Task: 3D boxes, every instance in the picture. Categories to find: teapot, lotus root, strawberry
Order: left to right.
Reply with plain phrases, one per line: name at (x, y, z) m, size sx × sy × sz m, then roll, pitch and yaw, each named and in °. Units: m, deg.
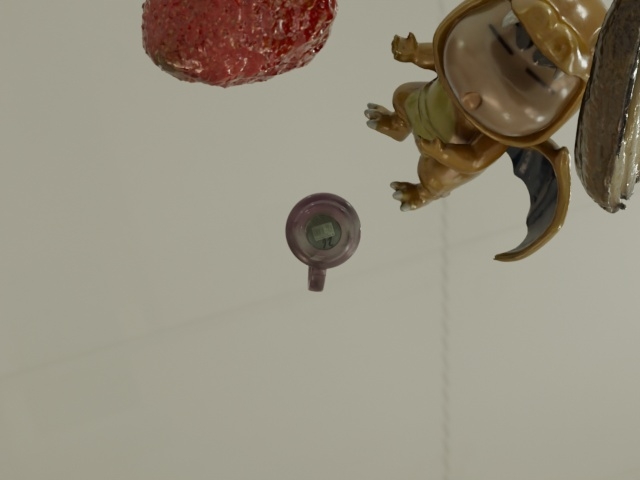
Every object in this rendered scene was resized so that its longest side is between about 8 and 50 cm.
strawberry at (-0.120, -0.315, 2.148) m, size 0.257 × 0.277 × 0.257 m, roll 30°, pitch -27°, yaw 17°
teapot at (0.008, -0.006, 2.460) m, size 0.146 × 0.116 × 0.148 m, roll -110°, pitch 177°, yaw -83°
lotus root at (0.341, -0.188, 1.800) m, size 0.167 × 0.078 × 0.329 m, roll -47°, pitch 148°, yaw -47°

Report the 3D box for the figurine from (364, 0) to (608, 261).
figurine at (0.244, -0.227, 2.171) m, size 0.387 × 0.268 × 0.401 m, roll -45°, pitch -149°, yaw 37°
